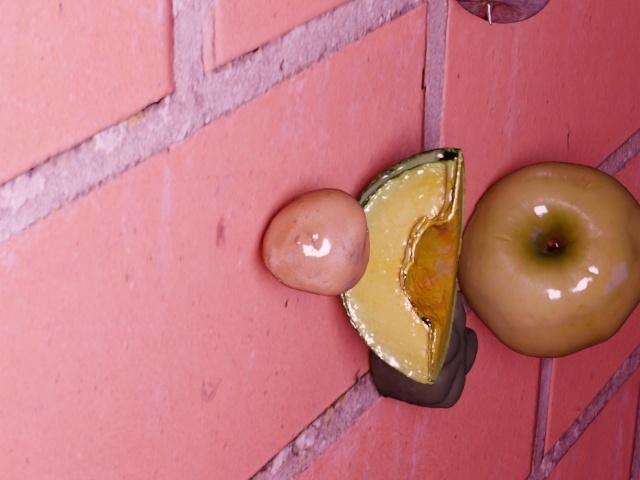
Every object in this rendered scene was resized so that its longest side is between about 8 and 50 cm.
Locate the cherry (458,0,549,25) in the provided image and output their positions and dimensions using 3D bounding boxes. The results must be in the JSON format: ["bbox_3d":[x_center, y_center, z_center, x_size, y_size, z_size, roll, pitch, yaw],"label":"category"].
[{"bbox_3d":[0.206,-0.331,1.848,0.176,0.140,0.176,-4,95,-54],"label":"cherry"}]

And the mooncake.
[{"bbox_3d":[0.134,0.124,2.006,0.175,0.104,0.168,-4,102,-65],"label":"mooncake"}]

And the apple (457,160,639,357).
[{"bbox_3d":[0.320,0.026,2.176,0.279,0.279,0.279,-39,137,-49],"label":"apple"}]

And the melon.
[{"bbox_3d":[0.097,0.019,1.863,0.169,0.129,0.265,-20,115,-77],"label":"melon"}]

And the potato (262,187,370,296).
[{"bbox_3d":[0.000,-0.001,1.675,0.147,0.112,0.112,-31,131,-64],"label":"potato"}]
